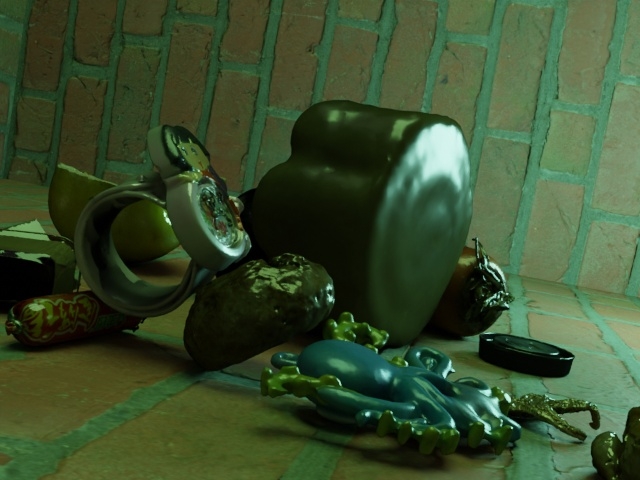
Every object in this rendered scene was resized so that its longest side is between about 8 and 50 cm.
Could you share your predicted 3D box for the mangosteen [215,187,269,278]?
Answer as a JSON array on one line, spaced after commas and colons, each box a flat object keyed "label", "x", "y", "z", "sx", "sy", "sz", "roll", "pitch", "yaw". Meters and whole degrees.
[{"label": "mangosteen", "x": -0.117, "y": 0.029, "z": 1.871, "sx": 0.233, "sy": 0.287, "sz": 0.287, "roll": -20, "pitch": 9, "yaw": -7}]

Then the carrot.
[{"label": "carrot", "x": 0.299, "y": 0.103, "z": 1.885, "sx": 0.193, "sy": 0.214, "sz": 0.331, "roll": 40, "pitch": -8, "yaw": -30}]

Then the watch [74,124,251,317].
[{"label": "watch", "x": -0.246, "y": -0.025, "z": 1.302, "sx": 0.231, "sy": 0.244, "sz": 0.196, "roll": -29, "pitch": 6, "yaw": 22}]

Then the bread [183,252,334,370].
[{"label": "bread", "x": -0.093, "y": 0.096, "z": 1.242, "sx": 0.230, "sy": 0.123, "sz": 0.230, "roll": -27, "pitch": -2, "yaw": -1}]

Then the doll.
[{"label": "doll", "x": 0.096, "y": 0.202, "z": 1.125, "sx": 0.341, "sy": 0.099, "sz": 0.346, "roll": 21, "pitch": 12, "yaw": 0}]

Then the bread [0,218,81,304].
[{"label": "bread", "x": -0.511, "y": 0.035, "z": 1.456, "sx": 0.224, "sy": 0.142, "sz": 0.212, "roll": 8, "pitch": 9, "yaw": -8}]

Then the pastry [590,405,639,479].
[{"label": "pastry", "x": 0.438, "y": 0.256, "z": 1.018, "sx": 0.229, "sy": 0.100, "sz": 0.218, "roll": 12, "pitch": 5, "yaw": 39}]

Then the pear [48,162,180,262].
[{"label": "pear", "x": -0.487, "y": -0.043, "z": 2.092, "sx": 0.386, "sy": 0.191, "sz": 0.340, "roll": 19, "pitch": 1, "yaw": 39}]

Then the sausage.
[{"label": "sausage", "x": -0.362, "y": 0.112, "z": 1.276, "sx": 0.083, "sy": 0.083, "sz": 0.264, "roll": 12, "pitch": 8, "yaw": 25}]

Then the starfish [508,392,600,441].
[{"label": "starfish", "x": 0.298, "y": 0.235, "z": 1.266, "sx": 0.150, "sy": 0.053, "sz": 0.209, "roll": 11, "pitch": 1, "yaw": -39}]

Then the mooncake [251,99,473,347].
[{"label": "mooncake", "x": 0.091, "y": -0.035, "z": 1.636, "sx": 0.262, "sy": 0.467, "sz": 0.467, "roll": 16, "pitch": 8, "yaw": 34}]

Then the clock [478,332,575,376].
[{"label": "clock", "x": 0.394, "y": 0.220, "z": 1.678, "sx": 0.184, "sy": 0.040, "sz": 0.184, "roll": 10, "pitch": 5, "yaw": -1}]
